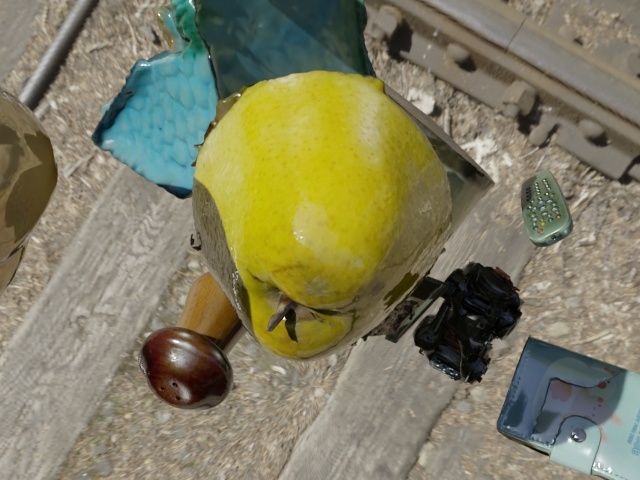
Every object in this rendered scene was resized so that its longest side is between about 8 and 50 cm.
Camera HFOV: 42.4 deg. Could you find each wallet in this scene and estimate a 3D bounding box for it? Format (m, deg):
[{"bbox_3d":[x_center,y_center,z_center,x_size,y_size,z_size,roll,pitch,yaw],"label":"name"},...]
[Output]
[{"bbox_3d":[0.409,0.265,1.252,0.250,0.075,0.176,19,75,23],"label":"wallet"}]

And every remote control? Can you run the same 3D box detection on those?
[{"bbox_3d":[0.363,-0.055,1.332,0.072,0.222,0.042,-30,109,21],"label":"remote control"}]

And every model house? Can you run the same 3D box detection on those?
[{"bbox_3d":[-0.107,-0.190,0.915,0.261,0.241,0.226,-32,115,-45],"label":"model house"}]

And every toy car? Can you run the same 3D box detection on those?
[{"bbox_3d":[0.345,0.188,1.881,0.193,0.118,0.301,39,124,22],"label":"toy car"}]

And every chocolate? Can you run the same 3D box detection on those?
[{"bbox_3d":[0.039,0.122,1.373,0.065,0.329,0.102,42,114,36],"label":"chocolate"},{"bbox_3d":[0.110,-0.106,1.506,0.326,0.314,0.297,45,100,5],"label":"chocolate"}]

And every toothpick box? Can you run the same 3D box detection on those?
[{"bbox_3d":[-0.233,0.194,1.628,0.192,0.192,0.294,21,40,3],"label":"toothpick box"}]

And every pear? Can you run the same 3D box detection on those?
[{"bbox_3d":[0.001,0.002,0.692,0.267,0.178,0.267,0,115,-1],"label":"pear"}]

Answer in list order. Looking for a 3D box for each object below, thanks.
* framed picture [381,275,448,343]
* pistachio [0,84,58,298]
[{"bbox_3d":[0.118,0.109,1.695,0.213,0.289,0.016,21,117,20],"label":"framed picture"},{"bbox_3d":[-0.323,-0.051,0.549,0.321,0.229,0.238,17,34,29],"label":"pistachio"}]
